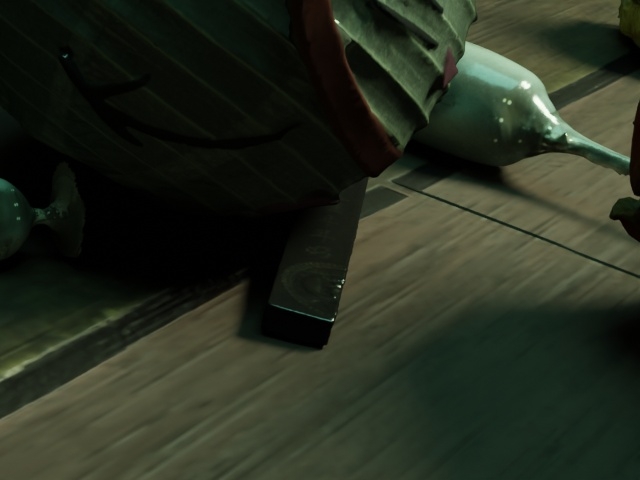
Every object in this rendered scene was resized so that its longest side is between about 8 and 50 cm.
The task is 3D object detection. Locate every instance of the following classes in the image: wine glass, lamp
[{"bbox_3d":[-0.141,-0.011,0.772,0.083,0.042,0.039,-3,-2,-29],"label":"wine glass"},{"bbox_3d":[-0.040,-0.124,0.831,0.233,0.233,0.265,15,2,6],"label":"lamp"},{"bbox_3d":[0.106,-0.064,0.993,0.262,0.074,0.074,23,25,26],"label":"wine glass"}]

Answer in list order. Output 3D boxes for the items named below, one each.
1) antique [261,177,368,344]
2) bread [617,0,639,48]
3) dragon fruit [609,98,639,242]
[{"bbox_3d":[0.000,0.000,0.851,0.031,0.015,0.192,13,23,1],"label":"antique"},{"bbox_3d":[0.258,-0.158,1.268,0.103,0.156,0.110,6,55,2],"label":"bread"},{"bbox_3d":[0.302,-0.033,0.763,0.342,0.277,0.277,30,28,27],"label":"dragon fruit"}]
